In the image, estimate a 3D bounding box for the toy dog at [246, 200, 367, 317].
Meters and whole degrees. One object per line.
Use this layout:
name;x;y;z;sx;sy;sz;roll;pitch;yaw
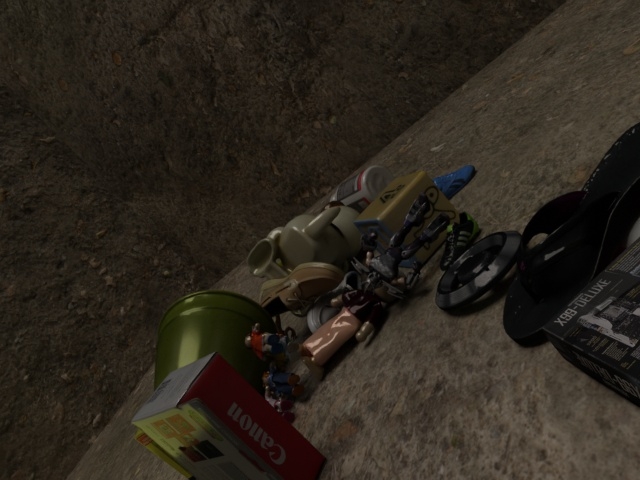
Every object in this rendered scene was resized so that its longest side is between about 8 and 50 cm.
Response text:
toy dog;0.000;0.000;1.720;0.407;0.284;0.396;-27;-36;-53

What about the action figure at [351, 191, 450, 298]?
action figure;0.196;0.022;1.246;0.285;0.185;0.099;-48;-14;-13

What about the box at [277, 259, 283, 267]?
box;-0.135;0.115;2.257;0.179;0.105;0.043;-44;11;-4

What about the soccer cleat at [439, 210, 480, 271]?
soccer cleat;0.330;0.002;1.225;0.179;0.072;0.060;-50;14;-31

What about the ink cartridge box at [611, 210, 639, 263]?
ink cartridge box;0.498;-0.005;0.783;0.179;0.045;0.145;-40;11;-1

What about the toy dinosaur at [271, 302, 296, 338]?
toy dinosaur;-0.138;0.292;1.605;0.064;0.112;0.212;6;84;51

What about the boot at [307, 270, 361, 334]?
boot;0.048;0.176;1.465;0.123;0.095;0.258;-44;9;29

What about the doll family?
doll family;-0.109;0.332;1.266;0.118;0.263;0.163;-8;-2;-37

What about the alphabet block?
alphabet block;0.246;-0.056;1.425;0.197;0.192;0.193;-45;14;-13

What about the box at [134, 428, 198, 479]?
box;-0.324;0.503;1.196;0.087;0.232;0.058;-37;17;20

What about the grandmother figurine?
grandmother figurine;0.088;0.197;1.298;0.342;0.104;0.208;-41;39;-4

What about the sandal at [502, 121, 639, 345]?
sandal;0.423;-0.032;0.836;0.446;0.107;0.167;-55;11;-2

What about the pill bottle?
pill bottle;0.173;-0.194;2.168;0.176;0.176;0.318;-49;14;-30

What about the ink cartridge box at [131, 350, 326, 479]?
ink cartridge box;-0.152;0.369;0.930;0.271;0.309;0.130;-30;17;43

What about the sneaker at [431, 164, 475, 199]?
sneaker;0.408;-0.186;1.616;0.209;0.082;0.069;-41;10;-1

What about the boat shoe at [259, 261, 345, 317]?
boat shoe;-0.061;0.156;1.463;0.341;0.121;0.110;-26;42;44

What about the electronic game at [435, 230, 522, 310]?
electronic game;0.334;0.062;1.060;0.229;0.048;0.229;-44;4;4

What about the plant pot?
plant pot;-0.306;0.386;1.380;0.366;0.366;0.353;-39;24;17

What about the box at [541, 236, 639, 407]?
box;0.457;0.064;0.590;0.307;0.076;0.242;-43;12;-1
